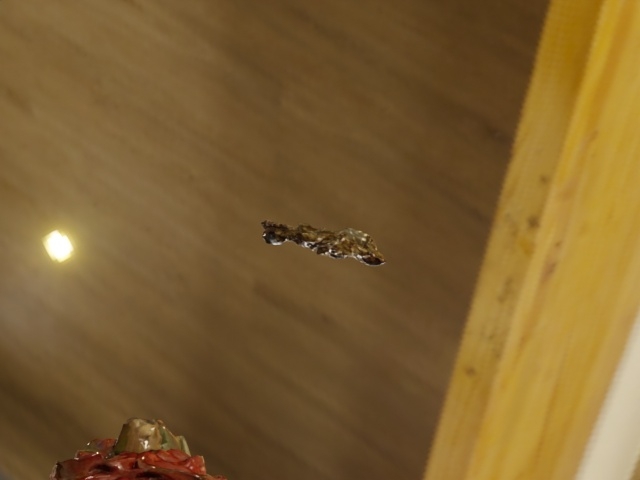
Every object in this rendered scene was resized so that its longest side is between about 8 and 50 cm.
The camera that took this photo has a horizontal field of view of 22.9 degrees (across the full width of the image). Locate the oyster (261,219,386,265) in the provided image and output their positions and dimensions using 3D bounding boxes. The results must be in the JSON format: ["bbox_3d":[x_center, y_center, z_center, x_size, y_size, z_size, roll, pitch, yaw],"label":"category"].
[{"bbox_3d":[0.000,0.001,1.573,0.132,0.086,0.029,21,-74,52],"label":"oyster"}]

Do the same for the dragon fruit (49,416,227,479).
[{"bbox_3d":[-0.163,0.329,1.390,0.277,0.277,0.342,134,-36,-55],"label":"dragon fruit"}]
